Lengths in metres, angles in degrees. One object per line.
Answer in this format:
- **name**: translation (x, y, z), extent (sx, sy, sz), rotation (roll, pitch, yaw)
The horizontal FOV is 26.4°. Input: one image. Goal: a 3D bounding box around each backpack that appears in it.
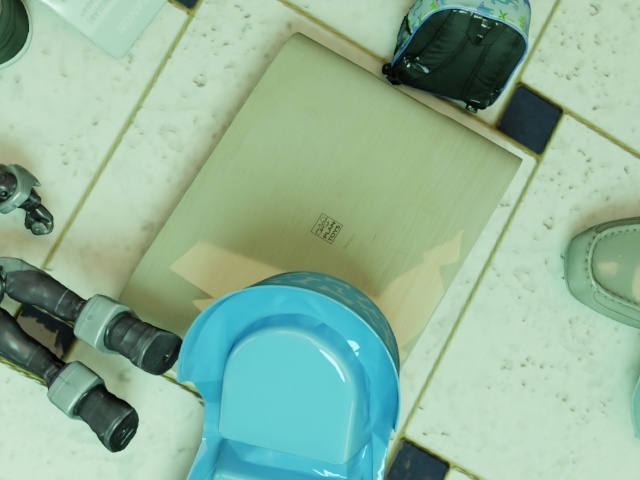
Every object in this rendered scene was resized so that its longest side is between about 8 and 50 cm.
- **backpack**: translation (0.122, -0.179, 1.151), extent (0.105, 0.114, 0.084), rotation (18, 60, -10)

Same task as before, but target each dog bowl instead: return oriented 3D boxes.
- **dog bowl**: translation (-0.023, 0.158, 1.029), extent (0.166, 0.074, 0.297), rotation (11, 112, 11)

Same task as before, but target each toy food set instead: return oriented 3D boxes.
- **toy food set**: translation (0.000, 0.000, 1.124), extent (0.220, 0.092, 0.306), rotation (31, 76, 3)

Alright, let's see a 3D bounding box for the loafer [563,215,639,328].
- **loafer**: translation (0.371, 0.031, 1.190), extent (0.320, 0.111, 0.112), rotation (4, 82, -14)

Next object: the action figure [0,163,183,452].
- **action figure**: translation (-0.248, 0.043, 1.036), extent (0.285, 0.099, 0.185), rotation (34, 89, 10)

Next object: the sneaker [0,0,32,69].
- **sneaker**: translation (-0.360, -0.155, 1.010), extent (0.296, 0.147, 0.104), rotation (-13, 89, -14)

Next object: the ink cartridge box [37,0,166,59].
- **ink cartridge box**: translation (-0.227, -0.380, 1.081), extent (0.385, 0.091, 0.308), rotation (36, 92, -24)

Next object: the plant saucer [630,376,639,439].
- **plant saucer**: translation (0.362, 0.125, 1.172), extent (0.195, 0.195, 0.037), rotation (17, 38, -12)
